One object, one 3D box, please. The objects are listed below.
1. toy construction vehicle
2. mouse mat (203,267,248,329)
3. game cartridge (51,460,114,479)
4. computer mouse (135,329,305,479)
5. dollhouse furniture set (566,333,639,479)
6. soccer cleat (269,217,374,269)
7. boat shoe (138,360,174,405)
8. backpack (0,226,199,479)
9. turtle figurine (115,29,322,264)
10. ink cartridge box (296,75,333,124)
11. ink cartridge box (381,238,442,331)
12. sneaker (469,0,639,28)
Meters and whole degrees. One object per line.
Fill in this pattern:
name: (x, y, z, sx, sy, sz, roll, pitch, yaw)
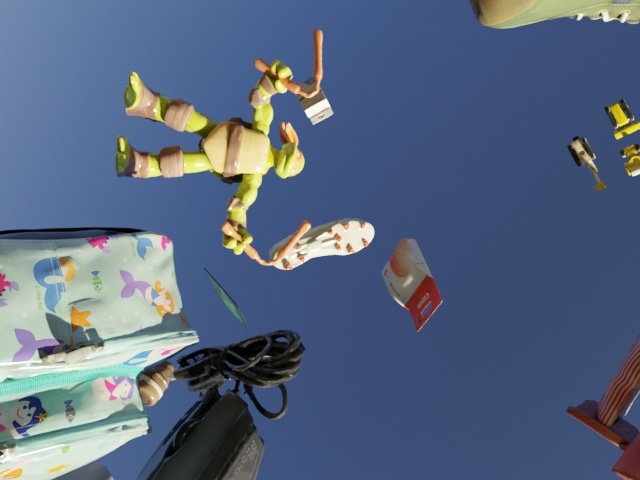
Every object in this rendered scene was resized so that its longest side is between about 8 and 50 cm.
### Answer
toy construction vehicle: (0.384, -0.125, 0.675, 0.086, 0.035, 0.098, -31, -92, 33)
mouse mat: (-0.251, 0.160, 1.358, 0.007, 0.189, 0.152, -39, -112, -17)
game cartridge: (-0.344, 0.219, 0.420, 0.298, 0.198, 0.062, 13, -72, 4)
computer mouse: (-0.116, 0.199, 0.408, 0.189, 0.072, 0.272, -21, -134, 46)
dollhouse furniture set: (0.389, 0.173, 0.585, 0.152, 0.374, 0.201, 35, -77, 38)
soccer cleat: (0.000, 0.000, 0.911, 0.076, 0.196, 0.068, -145, -139, -65)
boat shoe: (-0.399, 0.274, 1.045, 0.258, 0.095, 0.095, 1, -53, 32)
backpack: (-0.226, 0.087, 0.392, 0.225, 0.254, 0.191, -33, -103, 42)
turtle figurine: (-0.105, -0.117, 0.568, 0.087, 0.218, 0.269, -135, -123, -71)
ink cartridge box: (-0.014, -0.272, 0.985, 0.048, 0.028, 0.083, -28, -116, 6)
ink cartridge box: (0.212, 0.108, 1.212, 0.145, 0.045, 0.179, 112, -30, -48)
sneaker: (0.183, -0.133, 0.263, 0.192, 0.064, 0.086, -15, -60, 26)
